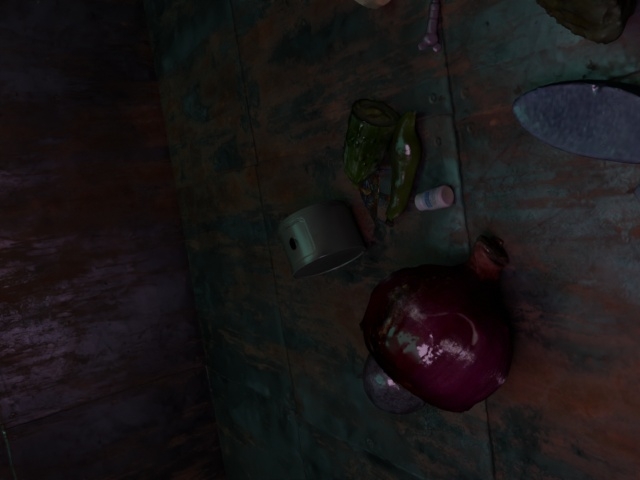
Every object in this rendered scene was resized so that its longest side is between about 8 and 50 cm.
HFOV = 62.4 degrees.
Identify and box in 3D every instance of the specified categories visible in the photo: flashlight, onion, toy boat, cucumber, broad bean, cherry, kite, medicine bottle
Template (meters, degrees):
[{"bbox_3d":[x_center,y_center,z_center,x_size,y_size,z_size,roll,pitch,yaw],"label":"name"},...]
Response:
[{"bbox_3d":[0.247,-0.478,1.171,0.031,0.051,0.111,-84,-1,-76],"label":"flashlight"},{"bbox_3d":[0.275,0.156,1.131,0.347,0.347,0.385,36,94,47],"label":"onion"},{"bbox_3d":[0.453,-0.208,0.899,0.283,0.078,0.127,32,129,47],"label":"toy boat"},{"bbox_3d":[0.116,-0.236,1.380,0.134,0.134,0.245,51,142,36],"label":"cucumber"},{"bbox_3d":[0.200,-0.163,1.314,0.075,0.067,0.326,46,135,52],"label":"broad bean"},{"bbox_3d":[0.203,0.370,1.393,0.195,0.195,0.195,25,121,52],"label":"cherry"},{"bbox_3d":[0.148,-0.130,1.459,0.160,0.010,0.183,28,123,50],"label":"kite"},{"bbox_3d":[0.267,-0.098,1.245,0.089,0.052,0.052,-12,91,58],"label":"medicine bottle"}]

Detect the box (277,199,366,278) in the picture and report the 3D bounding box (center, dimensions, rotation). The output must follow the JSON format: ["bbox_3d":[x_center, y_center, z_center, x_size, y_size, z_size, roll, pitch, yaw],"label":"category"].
[{"bbox_3d":[0.000,0.000,1.531,0.226,0.226,0.150,-43,64,54],"label":"box"}]

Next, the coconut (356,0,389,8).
[{"bbox_3d":[0.115,-0.623,1.254,0.122,0.116,0.116,51,139,34],"label":"coconut"}]

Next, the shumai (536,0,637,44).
[{"bbox_3d":[0.389,-0.512,0.727,0.323,0.324,0.398,-40,71,39],"label":"shumai"}]

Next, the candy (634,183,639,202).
[{"bbox_3d":[0.568,-0.045,0.777,0.174,0.071,0.138,63,145,21],"label":"candy"}]
